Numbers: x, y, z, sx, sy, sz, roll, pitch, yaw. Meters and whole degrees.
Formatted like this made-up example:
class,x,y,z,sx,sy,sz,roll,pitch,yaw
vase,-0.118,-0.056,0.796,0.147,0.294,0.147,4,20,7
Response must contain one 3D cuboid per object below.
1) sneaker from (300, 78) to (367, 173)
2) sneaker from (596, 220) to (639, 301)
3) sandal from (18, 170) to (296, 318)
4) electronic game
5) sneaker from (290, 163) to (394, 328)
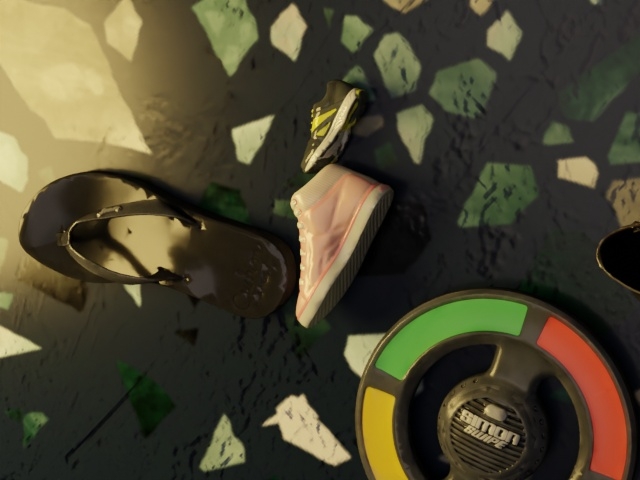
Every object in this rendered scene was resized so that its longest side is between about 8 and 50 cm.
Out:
class,x,y,z,sx,sy,sz,roll,pitch,yaw
sneaker,0.006,-0.092,1.289,0.035,0.031,0.083,40,106,26
sneaker,0.310,0.025,1.115,0.222,0.118,0.083,-4,80,30
sandal,-0.144,0.001,1.345,0.255,0.054,0.097,11,102,20
electronic game,0.136,0.150,1.262,0.229,0.048,0.229,3,99,21
sneaker,0.000,0.000,1.292,0.070,0.051,0.134,31,105,16
